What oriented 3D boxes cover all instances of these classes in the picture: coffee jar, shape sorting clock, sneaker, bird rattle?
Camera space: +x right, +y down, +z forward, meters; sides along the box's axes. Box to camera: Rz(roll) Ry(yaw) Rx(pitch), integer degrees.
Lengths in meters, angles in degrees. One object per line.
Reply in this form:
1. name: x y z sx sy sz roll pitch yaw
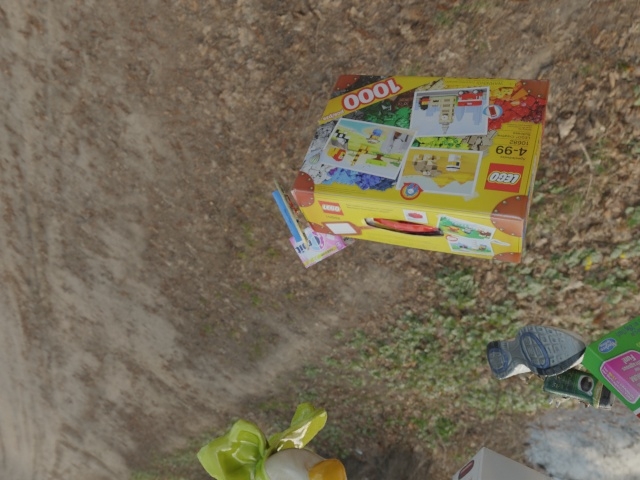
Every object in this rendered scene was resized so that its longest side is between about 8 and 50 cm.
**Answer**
1. coffee jar: 0.747 0.418 1.521 0.185 0.096 0.079 13 159 30
2. shape sorting clock: -0.074 -0.072 1.380 0.040 0.206 0.206 -25 124 3
3. sneaker: 0.490 0.240 1.171 0.130 0.110 0.297 -7 167 -15
4. bird rattle: -0.023 0.304 0.540 0.207 0.143 0.253 -26 73 54

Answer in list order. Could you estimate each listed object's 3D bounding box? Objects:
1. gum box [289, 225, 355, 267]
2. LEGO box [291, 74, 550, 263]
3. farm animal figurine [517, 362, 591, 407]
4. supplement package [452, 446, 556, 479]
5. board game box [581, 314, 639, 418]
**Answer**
1. gum box: 0.000 0.000 1.603 0.188 0.062 0.107 -30 88 38
2. LEGO box: 0.240 -0.184 1.238 0.501 0.372 0.193 9 154 23
3. farm animal figurine: 0.771 0.443 1.751 0.331 0.172 0.327 29 -173 19
4. supplement package: 0.347 0.565 0.972 0.204 0.261 0.145 24 130 4
5. board game box: 0.673 0.258 0.917 0.316 0.242 0.064 53 164 44
